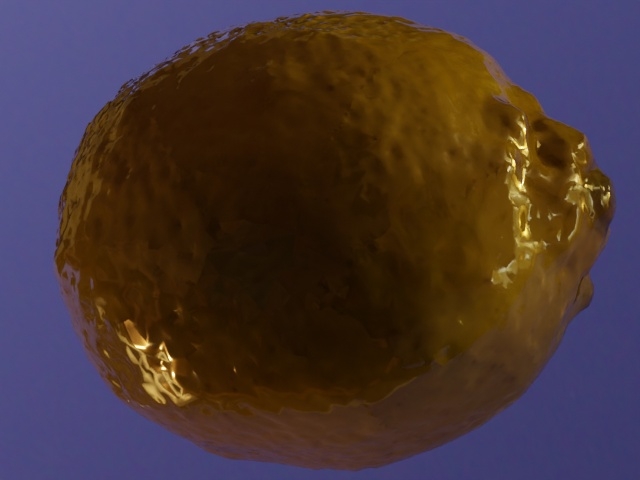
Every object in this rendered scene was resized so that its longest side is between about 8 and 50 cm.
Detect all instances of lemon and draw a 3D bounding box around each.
[{"bbox_3d":[0.000,0.000,0.734,0.260,0.204,0.204,-9,-129,21],"label":"lemon"}]
